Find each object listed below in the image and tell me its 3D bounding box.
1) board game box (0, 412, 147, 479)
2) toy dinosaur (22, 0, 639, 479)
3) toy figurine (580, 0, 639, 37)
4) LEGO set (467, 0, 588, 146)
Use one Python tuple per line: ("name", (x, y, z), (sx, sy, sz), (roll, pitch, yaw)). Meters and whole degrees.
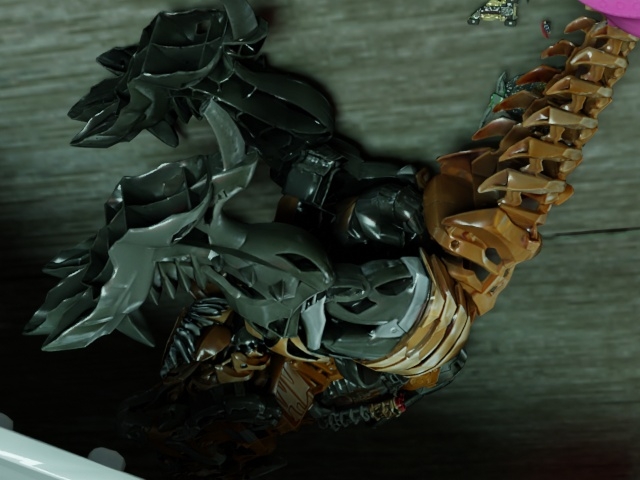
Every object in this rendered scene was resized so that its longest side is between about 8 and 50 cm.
("board game box", (-0.075, 0.149, 0.591), (0.390, 0.050, 0.390), (21, 155, -4))
("toy dinosaur", (0.000, 0.000, 0.553), (0.218, 0.164, 0.322), (30, 107, -28))
("toy figurine", (0.105, -0.137, 0.397), (0.173, 0.159, 0.130), (35, 128, -11))
("LEGO set", (0.095, -0.071, 0.537), (0.054, 0.023, 0.083), (-5, 110, 11))
